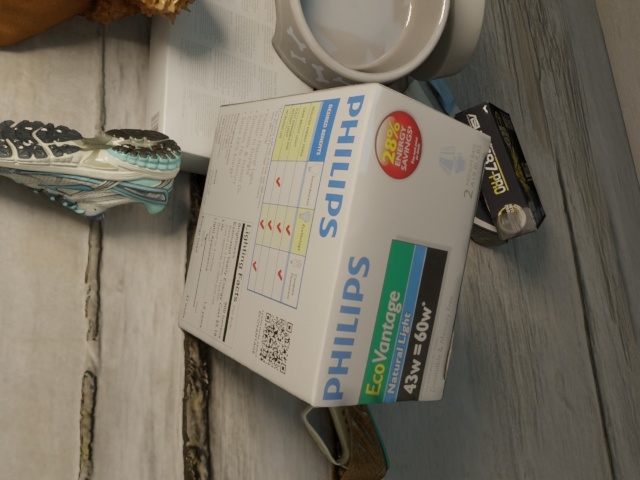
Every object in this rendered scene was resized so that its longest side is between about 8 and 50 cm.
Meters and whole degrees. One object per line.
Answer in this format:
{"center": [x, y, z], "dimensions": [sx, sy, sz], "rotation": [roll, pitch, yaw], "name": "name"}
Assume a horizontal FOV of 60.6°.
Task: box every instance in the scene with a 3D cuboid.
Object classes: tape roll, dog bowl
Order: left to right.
{"center": [0.072, -0.427, 0.943], "dimensions": [0.348, 0.102, 0.349], "rotation": [-6, 105, -23], "name": "dog bowl"}
{"center": [0.237, -0.559, 1.223], "dimensions": [0.071, 0.392, 0.393], "rotation": [-14, 85, -11], "name": "tape roll"}

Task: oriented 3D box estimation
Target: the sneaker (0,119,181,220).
{"center": [-0.335, -0.082, 0.737], "dimensions": [0.282, 0.122, 0.110], "rotation": [2, 32, -22], "name": "sneaker"}

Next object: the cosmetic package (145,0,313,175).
{"center": [-0.147, -0.296, 0.954], "dimensions": [0.284, 0.097, 0.378], "rotation": [8, 77, -35], "name": "cosmetic package"}

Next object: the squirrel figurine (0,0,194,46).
{"center": [-0.324, -0.432, 0.679], "dimensions": [0.396, 0.370, 0.281], "rotation": [3, 74, -40], "name": "squirrel figurine"}

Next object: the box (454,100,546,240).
{"center": [0.474, -0.179, 1.411], "dimensions": [0.395, 0.097, 0.319], "rotation": [-14, 86, -64], "name": "box"}

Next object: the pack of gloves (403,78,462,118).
{"center": [0.335, -0.347, 1.457], "dimensions": [0.232, 0.046, 0.195], "rotation": [53, 50, -16], "name": "pack of gloves"}

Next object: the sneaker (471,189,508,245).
{"center": [0.408, -0.088, 1.409], "dimensions": [0.226, 0.086, 0.164], "rotation": [26, 62, -34], "name": "sneaker"}

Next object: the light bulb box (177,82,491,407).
{"center": [0.000, 0.000, 0.767], "dimensions": [0.225, 0.361, 0.358], "rotation": [11, 91, -38], "name": "light bulb box"}

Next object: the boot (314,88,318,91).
{"center": [-0.003, -0.173, 1.048], "dimensions": [0.176, 0.088, 0.244], "rotation": [-43, 123, -38], "name": "boot"}

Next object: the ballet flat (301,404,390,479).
{"center": [0.019, 0.264, 0.952], "dimensions": [0.124, 0.116, 0.343], "rotation": [-14, 89, -24], "name": "ballet flat"}
